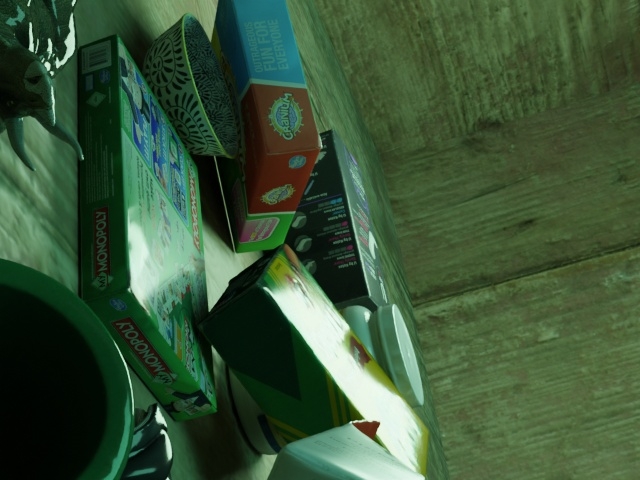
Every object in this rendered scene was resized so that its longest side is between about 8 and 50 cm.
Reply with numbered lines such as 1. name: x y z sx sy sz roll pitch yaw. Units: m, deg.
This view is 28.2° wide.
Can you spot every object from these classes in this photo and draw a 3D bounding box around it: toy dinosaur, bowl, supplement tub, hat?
1. toy dinosaur: -0.236 -0.171 0.967 0.313 0.121 0.160 -96 179 -68
2. bowl: -0.158 -0.162 1.431 0.170 0.080 0.170 -16 90 -80
3. supplement tub: 0.007 0.158 1.479 0.144 0.199 0.144 -16 90 -81
4. hat: -0.218 0.121 0.752 0.208 0.183 0.173 -4 65 -38

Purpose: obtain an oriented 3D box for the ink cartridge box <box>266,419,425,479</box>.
1. ink cartridge box: -0.015 0.291 0.928 0.308 0.091 0.385 -66 167 0

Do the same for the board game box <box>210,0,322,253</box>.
1. board game box: -0.079 -0.151 1.555 0.316 0.064 0.242 115 -36 -67

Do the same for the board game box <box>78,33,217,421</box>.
1. board game box: -0.166 -0.014 1.227 0.213 0.046 0.317 65 13 -50

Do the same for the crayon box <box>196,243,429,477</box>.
1. crayon box: 0.017 0.166 1.303 0.318 0.081 0.202 53 11 -6

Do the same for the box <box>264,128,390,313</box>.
1. box: 0.000 0.000 1.893 0.165 0.143 0.270 49 27 -65

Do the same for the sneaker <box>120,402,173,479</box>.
1. sneaker: -0.122 0.202 0.933 0.268 0.101 0.153 47 28 -71
